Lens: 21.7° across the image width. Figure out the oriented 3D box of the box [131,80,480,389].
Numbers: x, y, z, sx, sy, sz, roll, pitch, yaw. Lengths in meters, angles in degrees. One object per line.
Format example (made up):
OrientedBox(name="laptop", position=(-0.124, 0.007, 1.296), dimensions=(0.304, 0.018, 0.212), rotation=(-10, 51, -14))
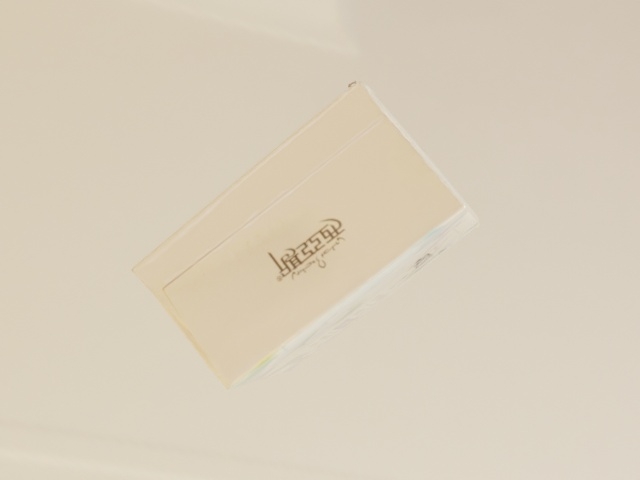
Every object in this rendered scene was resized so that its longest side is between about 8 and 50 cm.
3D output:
OrientedBox(name="box", position=(0.002, 0.002, 1.225), dimensions=(0.116, 0.203, 0.274), rotation=(51, -176, 6))
